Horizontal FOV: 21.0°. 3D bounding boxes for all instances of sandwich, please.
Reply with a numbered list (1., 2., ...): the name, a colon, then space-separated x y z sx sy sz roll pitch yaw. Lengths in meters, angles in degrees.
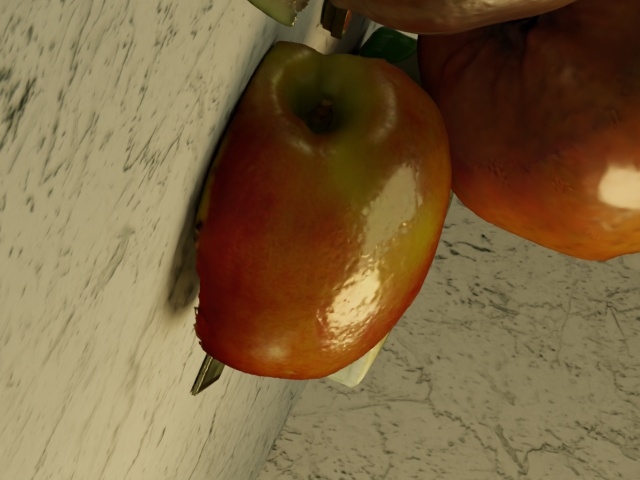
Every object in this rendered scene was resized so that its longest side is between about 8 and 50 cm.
1. sandwich: 0.027 -0.285 1.978 0.067 0.029 0.135 -68 177 -50

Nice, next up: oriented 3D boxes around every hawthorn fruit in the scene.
1. hawthorn fruit: 0.362 -0.191 2.138 0.472 0.471 0.472 24 90 -84

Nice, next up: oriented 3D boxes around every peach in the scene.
1. peach: 0.000 0.000 1.857 0.380 0.242 0.306 104 7 -61

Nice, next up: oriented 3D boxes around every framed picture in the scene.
1. framed picture: -0.112 0.096 2.340 0.173 0.010 0.231 -14 128 -83

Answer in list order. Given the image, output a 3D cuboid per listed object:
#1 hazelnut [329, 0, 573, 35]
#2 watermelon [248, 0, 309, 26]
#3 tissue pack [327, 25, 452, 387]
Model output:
1. hazelnut: 0.156 -0.341 1.530 0.366 0.366 0.366 24 90 -84
2. watermelon: -0.023 -0.261 1.176 0.063 0.119 0.245 -79 -172 -60
3. tissue pack: 0.064 -0.053 2.332 0.405 0.205 0.332 -57 168 -58
